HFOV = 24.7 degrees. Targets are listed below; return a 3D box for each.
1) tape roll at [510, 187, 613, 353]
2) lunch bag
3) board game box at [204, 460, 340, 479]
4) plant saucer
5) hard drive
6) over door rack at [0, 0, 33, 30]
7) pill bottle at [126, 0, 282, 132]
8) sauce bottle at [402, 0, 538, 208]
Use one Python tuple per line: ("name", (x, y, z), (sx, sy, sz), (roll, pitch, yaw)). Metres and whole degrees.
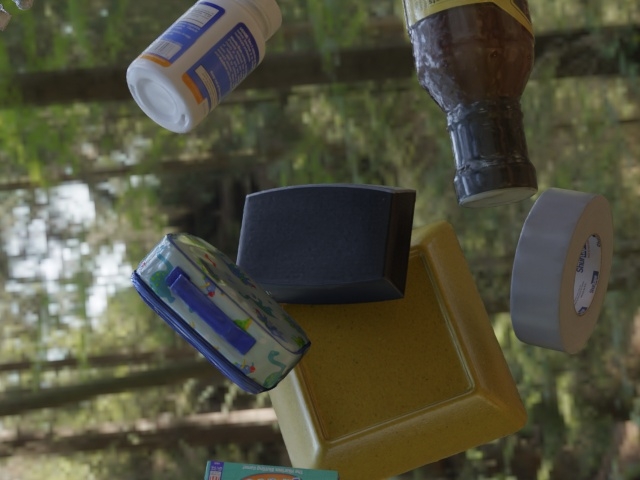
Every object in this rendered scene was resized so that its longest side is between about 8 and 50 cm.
("tape roll", (0.330, 0.040, 1.987), (0.219, 0.072, 0.219), (-33, -52, -56))
("lunch bag", (-0.119, 0.085, 1.743), (0.219, 0.090, 0.176), (42, -175, 3))
("board game box", (-0.046, 0.334, 1.803), (0.210, 0.160, 0.047), (74, -158, -59))
("plant saucer", (0.078, 0.155, 2.039), (0.081, 0.332, 0.333), (66, -176, -69))
("hard drive", (0.000, 0.000, 2.001), (0.054, 0.254, 0.172), (35, -122, -57))
("over door rack", (-0.444, -0.206, 1.776), (0.239, 0.108, 0.324), (-59, 24, 11))
("pill bottle", (-0.190, -0.322, 2.493), (0.272, 0.152, 0.152), (-48, -27, -28))
("sauce bottle", (0.126, -0.201, 1.273), (0.111, 0.111, 0.344), (84, 178, -81))
